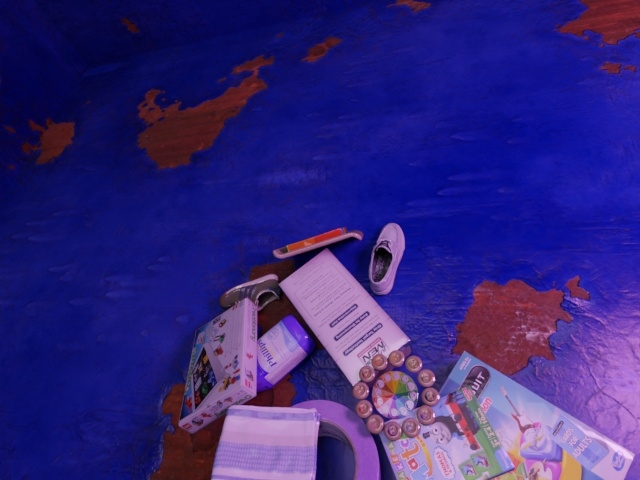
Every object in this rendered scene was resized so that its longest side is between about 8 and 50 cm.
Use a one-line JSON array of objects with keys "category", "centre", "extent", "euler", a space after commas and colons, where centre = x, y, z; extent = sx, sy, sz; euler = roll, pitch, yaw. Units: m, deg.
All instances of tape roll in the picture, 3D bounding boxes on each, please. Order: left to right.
[{"category": "tape roll", "centre": [-0.009, 0.488, 0.851], "extent": [0.274, 0.090, 0.275], "euler": [-8, 41, 7]}]

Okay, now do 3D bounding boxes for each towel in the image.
[{"category": "towel", "centre": [-0.111, 0.457, 0.784], "extent": [0.208, 0.034, 0.285], "euler": [3, 39, 2]}]

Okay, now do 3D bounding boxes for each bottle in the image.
[{"category": "bottle", "centre": [-0.148, 0.321, 1.046], "extent": [0.282, 0.092, 0.118], "euler": [-39, 51, -8]}]

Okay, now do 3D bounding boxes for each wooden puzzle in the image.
[{"category": "wooden puzzle", "centre": [0.000, 0.000, 1.143], "extent": [0.238, 0.221, 0.045], "euler": [-13, 91, 8]}]

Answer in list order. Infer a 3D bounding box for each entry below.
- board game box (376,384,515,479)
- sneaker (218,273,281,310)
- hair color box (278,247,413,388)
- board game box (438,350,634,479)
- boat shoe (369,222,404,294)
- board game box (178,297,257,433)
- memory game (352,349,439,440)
[{"category": "board game box", "centre": [0.238, 0.406, 0.794], "extent": [0.211, 0.039, 0.160], "euler": [-27, 52, 5]}, {"category": "sneaker", "centre": [-0.203, 0.171, 1.179], "extent": [0.191, 0.064, 0.086], "euler": [-24, 49, -1]}, {"category": "hair color box", "centre": [0.058, 0.199, 1.048], "extent": [0.173, 0.105, 0.347], "euler": [-37, 54, -7]}, {"category": "board game box", "centre": [0.377, 0.427, 0.807], "extent": [0.335, 0.079, 0.254], "euler": [29, 71, 31]}, {"category": "boat shoe", "centre": [0.185, 0.037, 1.125], "extent": [0.079, 0.081, 0.228], "euler": [5, 60, 22]}, {"category": "board game box", "centre": [-0.251, 0.302, 1.028], "extent": [0.192, 0.053, 0.305], "euler": [-34, 30, 13]}, {"category": "memory game", "centre": [0.156, 0.323, 0.854], "extent": [0.186, 0.012, 0.186], "euler": [-11, 53, 15]}]
